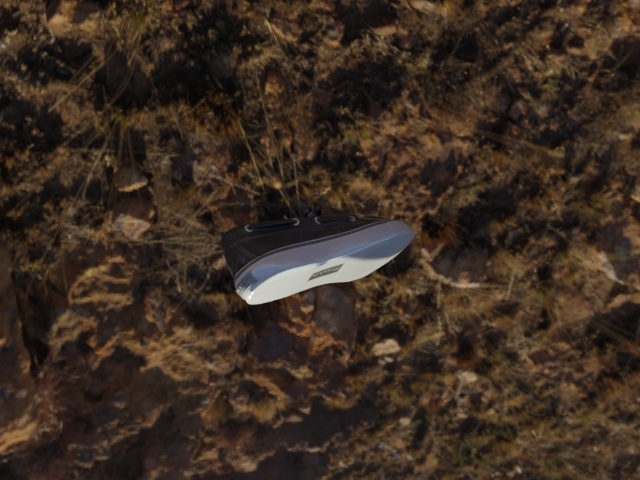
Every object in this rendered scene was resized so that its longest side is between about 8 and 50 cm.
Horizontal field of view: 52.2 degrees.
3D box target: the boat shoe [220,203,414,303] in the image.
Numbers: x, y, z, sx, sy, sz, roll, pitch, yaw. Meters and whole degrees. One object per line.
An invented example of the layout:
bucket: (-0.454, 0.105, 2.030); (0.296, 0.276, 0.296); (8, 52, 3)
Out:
boat shoe: (0.000, 0.000, 0.640); (0.228, 0.076, 0.080); (-15, 154, -40)
